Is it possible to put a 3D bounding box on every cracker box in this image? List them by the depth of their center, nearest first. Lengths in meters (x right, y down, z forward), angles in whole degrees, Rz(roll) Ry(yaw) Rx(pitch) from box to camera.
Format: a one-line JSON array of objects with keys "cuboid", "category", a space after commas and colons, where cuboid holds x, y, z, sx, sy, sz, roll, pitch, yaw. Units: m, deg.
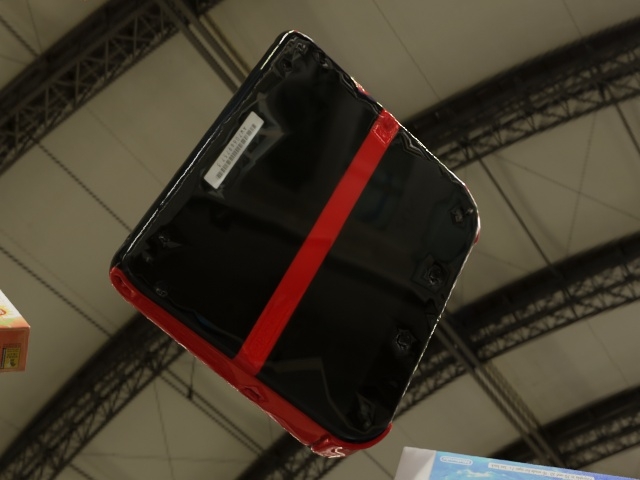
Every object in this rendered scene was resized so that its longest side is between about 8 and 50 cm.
[{"cuboid": [-0.484, 0.098, 1.148, 0.156, 0.232, 0.067, 1, -73, -36], "category": "cracker box"}]

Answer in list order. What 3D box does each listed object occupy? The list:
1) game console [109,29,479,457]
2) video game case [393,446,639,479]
[{"cuboid": [0.000, 0.000, 0.980, 0.342, 0.386, 0.060, 40, -34, -15], "category": "game console"}, {"cuboid": [0.185, 0.322, 0.874, 0.270, 0.244, 0.061, 4, -56, 18], "category": "video game case"}]
